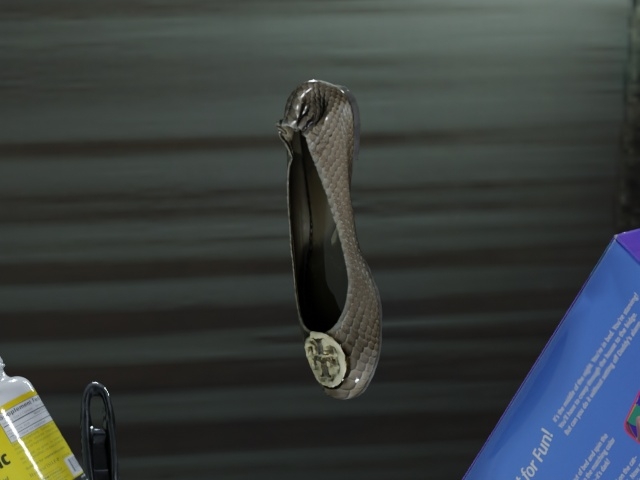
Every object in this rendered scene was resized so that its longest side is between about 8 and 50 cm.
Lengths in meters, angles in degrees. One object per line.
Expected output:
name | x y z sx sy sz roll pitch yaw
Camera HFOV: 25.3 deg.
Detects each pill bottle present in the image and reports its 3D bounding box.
pill bottle | -0.204 0.129 0.922 0.116 0.065 0.065 59 -8 3

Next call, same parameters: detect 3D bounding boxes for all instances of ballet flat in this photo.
ballet flat | 0.000 0.000 1.101 0.084 0.058 0.250 -2 -88 44

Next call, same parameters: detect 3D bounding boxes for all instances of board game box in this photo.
board game box | 0.191 0.194 0.828 0.233 0.078 0.347 49 -49 30

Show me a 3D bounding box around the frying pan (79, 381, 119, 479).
frying pan | -0.137 0.250 1.087 0.053 0.197 0.326 106 1 -48
